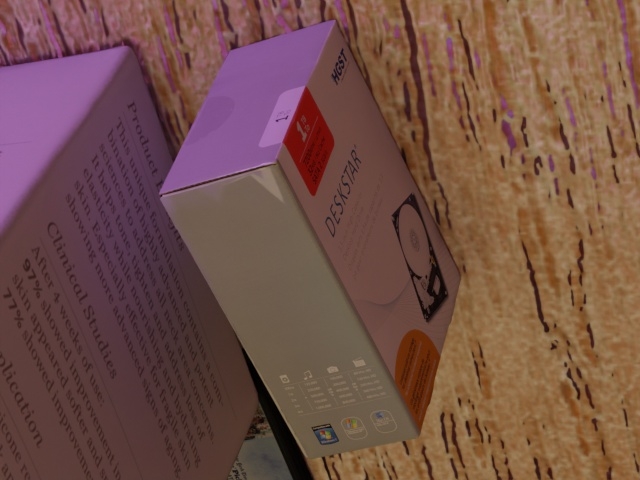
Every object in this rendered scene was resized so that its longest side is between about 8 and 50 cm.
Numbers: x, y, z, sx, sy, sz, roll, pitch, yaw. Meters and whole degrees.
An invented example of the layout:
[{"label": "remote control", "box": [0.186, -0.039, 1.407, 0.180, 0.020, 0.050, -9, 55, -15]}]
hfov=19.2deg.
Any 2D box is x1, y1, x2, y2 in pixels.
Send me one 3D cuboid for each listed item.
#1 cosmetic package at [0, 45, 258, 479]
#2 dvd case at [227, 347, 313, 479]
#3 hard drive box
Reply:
[{"label": "cosmetic package", "box": [-0.279, 0.114, 1.294, 0.328, 0.393, 0.329, -7, 120, 20]}, {"label": "dvd case", "box": [-0.140, 0.175, 1.555, 0.253, 0.022, 0.180, -8, 123, 21]}, {"label": "hard drive box", "box": [0.000, 0.000, 1.281, 0.089, 0.181, 0.232, -14, 122, 24]}]
